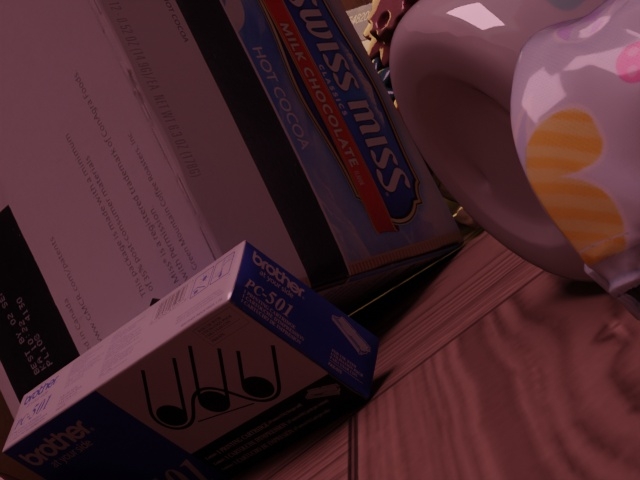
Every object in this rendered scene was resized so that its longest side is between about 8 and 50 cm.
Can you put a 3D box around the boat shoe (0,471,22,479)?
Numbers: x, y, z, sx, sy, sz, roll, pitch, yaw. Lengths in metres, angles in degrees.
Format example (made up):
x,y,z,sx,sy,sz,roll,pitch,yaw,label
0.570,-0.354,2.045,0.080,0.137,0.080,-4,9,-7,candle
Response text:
x,y,z,sx,sy,sz,roll,pitch,yaw,label
-0.156,0.151,0.698,0.123,0.123,0.342,-38,6,-2,boat shoe

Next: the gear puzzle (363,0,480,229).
x,y,z,sx,sy,sz,roll,pitch,yaw,label
0.099,-0.101,0.983,0.339,0.044,0.175,23,90,59,gear puzzle

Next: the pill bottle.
x,y,z,sx,sy,sz,roll,pitch,yaw,label
0.168,-0.113,0.661,0.264,0.146,0.146,-39,6,-17,pill bottle

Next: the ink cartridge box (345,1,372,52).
x,y,z,sx,sy,sz,roll,pitch,yaw,label
0.026,-0.106,1.203,0.223,0.045,0.224,-7,67,60,ink cartridge box

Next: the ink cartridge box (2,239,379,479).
x,y,z,sx,sy,sz,roll,pitch,yaw,label
-0.074,0.086,0.814,0.207,0.097,0.046,-33,30,37,ink cartridge box

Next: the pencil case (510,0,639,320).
x,y,z,sx,sy,sz,roll,pitch,yaw,label
0.186,-0.079,0.450,0.273,0.113,0.124,-35,16,32,pencil case

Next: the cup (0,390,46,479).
x,y,z,sx,sy,sz,roll,pitch,yaw,label
-0.310,0.137,1.211,0.331,0.237,0.331,-37,6,4,cup

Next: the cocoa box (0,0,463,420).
x,y,z,sx,sy,sz,roll,pitch,yaw,label
-0.117,-0.080,0.971,0.231,0.347,0.228,-34,-12,39,cocoa box
